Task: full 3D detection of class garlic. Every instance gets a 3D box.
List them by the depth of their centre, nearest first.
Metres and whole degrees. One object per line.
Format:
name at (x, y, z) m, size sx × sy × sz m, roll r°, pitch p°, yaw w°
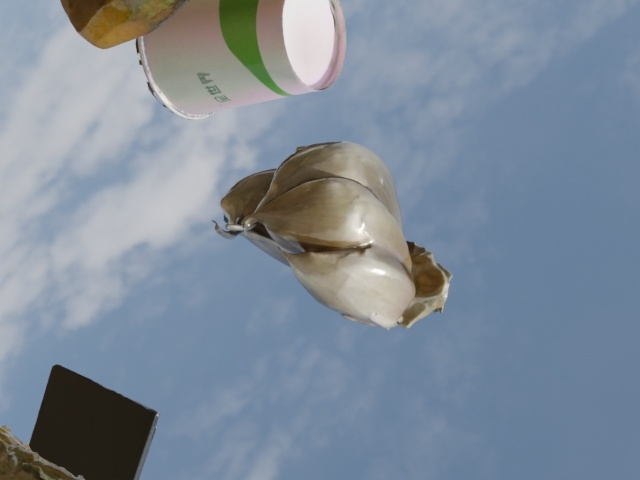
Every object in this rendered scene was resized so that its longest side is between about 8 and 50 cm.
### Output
garlic at (0.000, 0.000, 1.171) m, size 0.210 × 0.292 × 0.237 m, roll -35°, pitch -145°, yaw 32°

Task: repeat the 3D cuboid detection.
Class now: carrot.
carrot at (-0.101, -0.201, 0.680) m, size 0.173 × 0.082 × 0.082 m, roll -37°, pitch -141°, yaw 21°

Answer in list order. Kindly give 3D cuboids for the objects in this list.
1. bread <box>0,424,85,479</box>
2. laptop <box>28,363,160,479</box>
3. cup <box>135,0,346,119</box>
bread at (-0.189, 0.231, 0.636) m, size 0.195 × 0.246 × 0.176 m, roll 20°, pitch -114°, yaw 27°
laptop at (-0.261, 0.245, 1.117) m, size 0.135 × 0.016 × 0.197 m, roll 24°, pitch -76°, yaw 12°
cup at (-0.119, -0.327, 1.654) m, size 0.274 × 0.253 × 0.253 m, roll 1°, pitch -123°, yaw 34°
